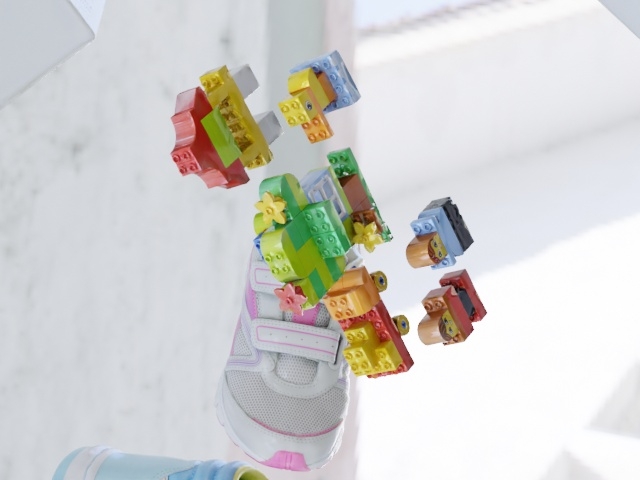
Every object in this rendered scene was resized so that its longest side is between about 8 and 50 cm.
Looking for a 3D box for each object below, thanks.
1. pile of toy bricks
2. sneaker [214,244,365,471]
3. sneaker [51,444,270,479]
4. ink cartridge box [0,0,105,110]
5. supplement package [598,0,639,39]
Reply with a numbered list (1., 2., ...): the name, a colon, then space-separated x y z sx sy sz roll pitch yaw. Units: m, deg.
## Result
1. pile of toy bricks: 0.000 0.000 1.005 0.105 0.118 0.212 -46 -66 -47
2. sneaker: -0.020 0.057 1.357 0.111 0.103 0.252 106 169 -47
3. sneaker: -0.091 0.315 1.382 0.127 0.208 0.319 -29 -67 -68
4. ink cartridge box: -0.267 -0.239 1.405 0.197 0.114 0.273 52 -169 -19
5. supplement package: 0.307 -0.245 1.420 0.105 0.105 0.179 -33 -21 -33
